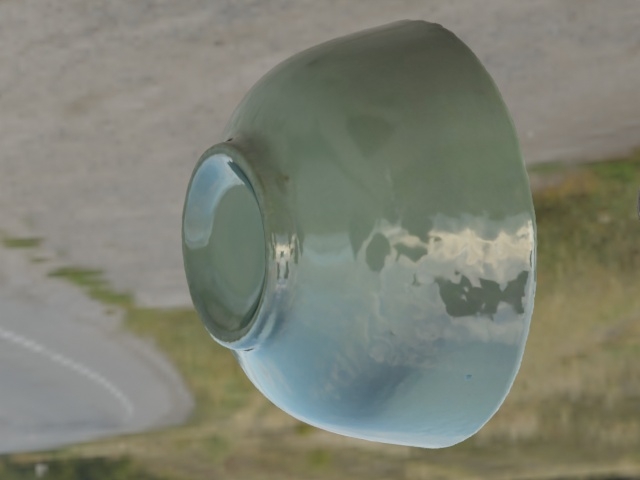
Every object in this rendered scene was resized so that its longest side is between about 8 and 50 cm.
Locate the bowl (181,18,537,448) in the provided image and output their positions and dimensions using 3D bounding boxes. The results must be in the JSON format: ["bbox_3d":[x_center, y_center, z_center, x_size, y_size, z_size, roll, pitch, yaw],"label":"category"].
[{"bbox_3d":[0.000,0.000,1.073,0.146,0.289,0.289,-4,172,-28],"label":"bowl"}]

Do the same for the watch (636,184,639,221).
[{"bbox_3d":[0.432,-0.050,1.058,0.314,0.335,0.327,19,-179,-40],"label":"watch"}]
